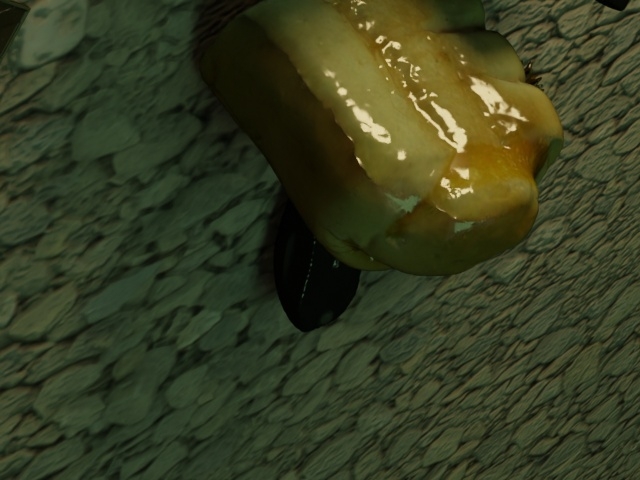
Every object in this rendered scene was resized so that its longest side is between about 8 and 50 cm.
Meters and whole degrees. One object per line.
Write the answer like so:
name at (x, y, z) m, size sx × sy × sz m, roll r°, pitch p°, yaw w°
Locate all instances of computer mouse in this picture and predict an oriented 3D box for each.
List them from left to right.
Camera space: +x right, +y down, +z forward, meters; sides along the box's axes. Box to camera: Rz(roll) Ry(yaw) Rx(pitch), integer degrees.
computer mouse at (0.000, 0.000, 2.088) m, size 0.122 × 0.073 × 0.217 m, roll -16°, pitch 129°, yaw -44°

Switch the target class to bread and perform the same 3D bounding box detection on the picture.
bread at (0.075, -0.107, 1.841) m, size 0.300 × 0.341 × 0.210 m, roll -30°, pitch 166°, yaw -35°

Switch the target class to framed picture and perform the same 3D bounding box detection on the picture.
framed picture at (-0.298, -0.186, 1.576) m, size 0.089 × 0.006 × 0.066 m, roll 11°, pitch 113°, yaw -56°

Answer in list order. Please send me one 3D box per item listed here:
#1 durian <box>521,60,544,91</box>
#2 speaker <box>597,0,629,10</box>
durian at (0.146, -0.161, 2.115) m, size 0.252 × 0.144 × 0.139 m, roll -44°, pitch -174°, yaw -24°
speaker at (0.231, -0.378, 1.848) m, size 0.184 × 0.232 × 0.254 m, roll -57°, pitch 153°, yaw 10°
